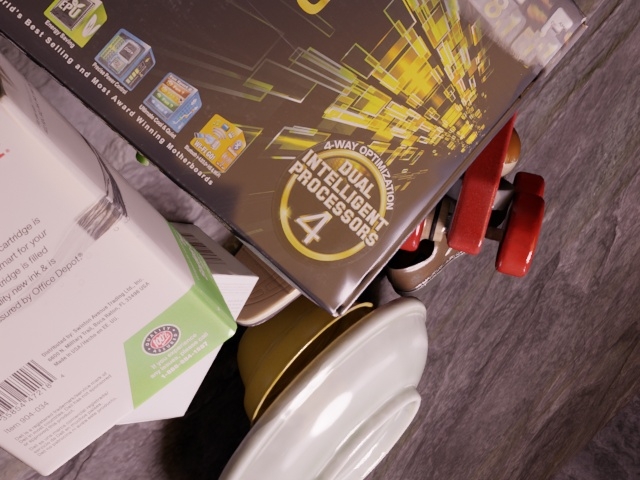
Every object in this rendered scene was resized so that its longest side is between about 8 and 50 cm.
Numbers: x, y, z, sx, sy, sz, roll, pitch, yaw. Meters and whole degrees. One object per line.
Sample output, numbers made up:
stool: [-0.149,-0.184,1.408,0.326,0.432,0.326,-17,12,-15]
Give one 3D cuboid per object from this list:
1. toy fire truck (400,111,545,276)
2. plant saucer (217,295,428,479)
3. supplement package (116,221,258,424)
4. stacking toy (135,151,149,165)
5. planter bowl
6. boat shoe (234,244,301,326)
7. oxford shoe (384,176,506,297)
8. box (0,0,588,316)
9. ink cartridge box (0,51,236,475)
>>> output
toy fire truck: [0.195,-0.109,1.270,0.302,0.169,0.253,-53,155,-72]
plant saucer: [0.029,0.253,1.410,0.400,0.100,0.400,-43,161,-19]
supplement package: [-0.165,0.082,1.077,0.105,0.105,0.179,5,118,-57]
stacking toy: [-0.213,-0.009,0.865,0.221,0.052,0.167,3,123,-22]
planter bowl: [-0.038,0.132,1.317,0.217,0.090,0.217,-42,161,-18]
boat shoe: [0.000,0.000,1.230,0.285,0.103,0.092,-49,147,-18]
oxford shoe: [0.176,-0.022,1.479,0.227,0.083,0.096,-49,147,-7]
box: [-0.029,-0.181,0.789,0.395,0.097,0.318,43,84,-27]
ink cartridge box: [-0.225,0.020,0.777,0.198,0.114,0.273,-37,129,3]
